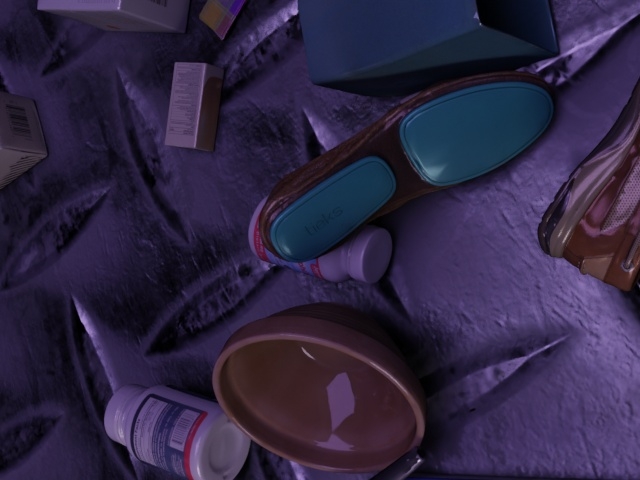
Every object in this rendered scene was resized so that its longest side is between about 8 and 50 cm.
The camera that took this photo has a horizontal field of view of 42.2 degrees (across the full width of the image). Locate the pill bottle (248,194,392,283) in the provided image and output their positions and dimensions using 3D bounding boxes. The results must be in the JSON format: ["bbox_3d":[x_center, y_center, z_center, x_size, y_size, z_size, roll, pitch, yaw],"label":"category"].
[{"bbox_3d":[0.000,0.000,0.981,0.160,0.087,0.087,16,96,33],"label":"pill bottle"}]

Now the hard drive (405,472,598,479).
[{"bbox_3d":[0.217,0.353,0.851,0.318,0.040,0.210,-8,84,33],"label":"hard drive"}]

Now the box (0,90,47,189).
[{"bbox_3d":[-0.577,-0.131,1.358,0.275,0.094,0.113,-26,74,30],"label":"box"}]

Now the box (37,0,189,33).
[{"bbox_3d":[-0.286,-0.350,1.156,0.170,0.130,0.091,11,95,32],"label":"box"}]

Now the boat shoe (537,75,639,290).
[{"bbox_3d":[0.335,-0.094,0.759,0.120,0.122,0.324,40,117,22],"label":"boat shoe"}]

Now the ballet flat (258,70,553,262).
[{"bbox_3d":[0.080,-0.093,0.903,0.342,0.116,0.124,-32,27,3],"label":"ballet flat"}]

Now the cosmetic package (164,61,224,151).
[{"bbox_3d":[-0.172,-0.182,1.127,0.060,0.041,0.115,11,94,32],"label":"cosmetic package"}]

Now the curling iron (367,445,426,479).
[{"bbox_3d":[0.025,0.298,0.947,0.274,0.035,0.068,-44,65,40],"label":"curling iron"}]

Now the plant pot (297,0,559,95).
[{"bbox_3d":[0.098,-0.249,0.889,0.234,0.165,0.166,-15,80,40],"label":"plant pot"}]

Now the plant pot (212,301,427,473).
[{"bbox_3d":[0.008,0.148,0.928,0.237,0.110,0.237,10,133,11],"label":"plant pot"}]

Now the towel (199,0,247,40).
[{"bbox_3d":[-0.128,-0.321,1.124,0.060,0.009,0.083,45,110,27],"label":"towel"}]

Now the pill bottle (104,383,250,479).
[{"bbox_3d":[-0.191,0.247,1.082,0.180,0.108,0.108,10,93,34],"label":"pill bottle"}]
